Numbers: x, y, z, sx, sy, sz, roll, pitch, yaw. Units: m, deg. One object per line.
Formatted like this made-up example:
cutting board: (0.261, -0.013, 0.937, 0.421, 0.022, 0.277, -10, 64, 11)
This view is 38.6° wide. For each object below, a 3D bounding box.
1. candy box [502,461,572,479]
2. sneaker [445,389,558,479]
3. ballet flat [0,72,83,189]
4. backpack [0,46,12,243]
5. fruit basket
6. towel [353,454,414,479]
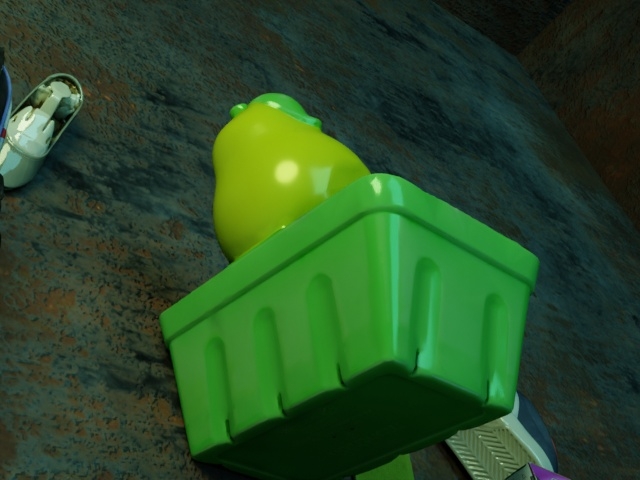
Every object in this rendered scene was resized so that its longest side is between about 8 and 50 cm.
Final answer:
candy box: (0.191, 0.337, 0.950, 0.159, 0.233, 0.071, 29, 32, -32)
sneaker: (0.214, 0.215, 1.291, 0.350, 0.131, 0.148, 60, 23, 15)
ballet flat: (-0.328, -0.136, 1.046, 0.072, 0.068, 0.213, 37, 28, -17)
backpack: (-0.390, -0.106, 0.762, 0.276, 0.213, 0.263, 39, 35, -26)
fruit basket: (0.007, 0.034, 0.960, 0.283, 0.392, 0.392, 27, 33, -33)
towel: (0.079, 0.284, 1.100, 0.102, 0.021, 0.237, 32, 30, -27)
